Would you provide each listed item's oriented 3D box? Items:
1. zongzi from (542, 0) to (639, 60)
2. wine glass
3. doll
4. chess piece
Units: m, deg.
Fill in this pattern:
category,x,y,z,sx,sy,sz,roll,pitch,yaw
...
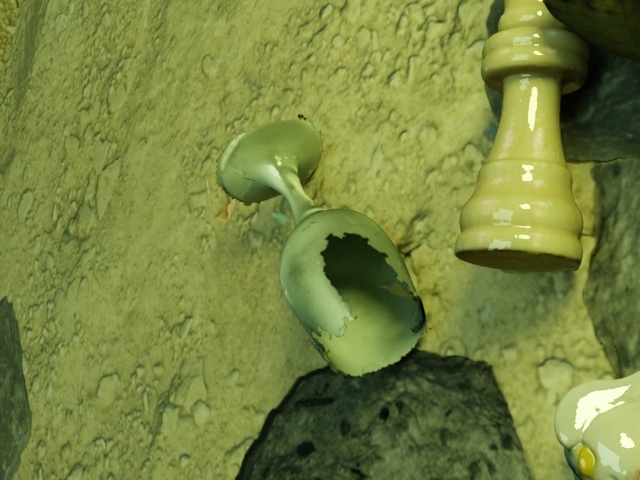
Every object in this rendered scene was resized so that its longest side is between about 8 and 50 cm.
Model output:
category,x,y,z,sx,sy,sz,roll,pitch,yaw
zongzi,0.347,-0.303,0.763,0.323,0.160,0.360,28,103,49
wine glass,0.000,0.000,1.122,0.143,0.143,0.321,-55,46,25
doll,0.292,0.216,0.702,0.099,0.188,0.384,-30,34,-7
chess piece,0.202,-0.172,0.946,0.117,0.117,0.397,-4,76,50
